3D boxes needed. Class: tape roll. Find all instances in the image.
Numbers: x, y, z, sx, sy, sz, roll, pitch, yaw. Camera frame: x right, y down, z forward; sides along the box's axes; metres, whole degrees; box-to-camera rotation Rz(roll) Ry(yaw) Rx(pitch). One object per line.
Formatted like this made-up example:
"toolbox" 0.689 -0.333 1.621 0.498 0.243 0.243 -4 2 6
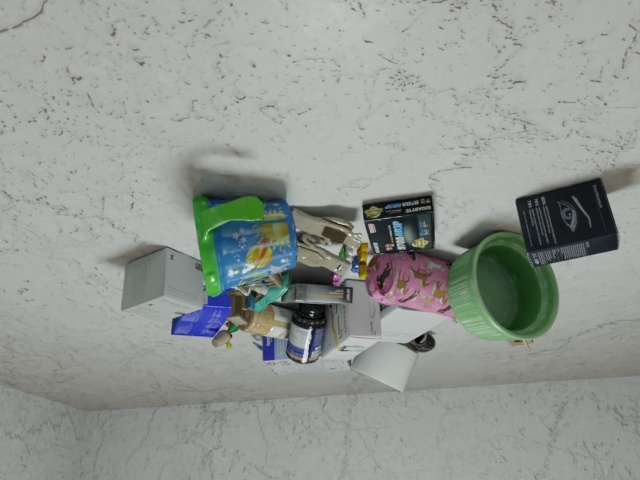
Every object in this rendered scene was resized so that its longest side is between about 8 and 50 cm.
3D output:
"tape roll" 0.268 0.507 2.329 0.246 0.169 0.246 25 169 5

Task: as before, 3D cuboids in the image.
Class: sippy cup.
"sippy cup" -0.174 -0.001 1.318 0.224 0.240 0.305 -9 -166 -10

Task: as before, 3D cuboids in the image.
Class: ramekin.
"ramekin" 0.505 0.139 1.568 0.303 0.304 0.148 9 159 -23

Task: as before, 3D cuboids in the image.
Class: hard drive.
"hard drive" 0.299 0.296 2.007 0.232 0.047 0.353 8 152 -19

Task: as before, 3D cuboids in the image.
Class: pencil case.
"pencil case" 0.313 0.135 1.667 0.386 0.167 0.160 17 120 -30

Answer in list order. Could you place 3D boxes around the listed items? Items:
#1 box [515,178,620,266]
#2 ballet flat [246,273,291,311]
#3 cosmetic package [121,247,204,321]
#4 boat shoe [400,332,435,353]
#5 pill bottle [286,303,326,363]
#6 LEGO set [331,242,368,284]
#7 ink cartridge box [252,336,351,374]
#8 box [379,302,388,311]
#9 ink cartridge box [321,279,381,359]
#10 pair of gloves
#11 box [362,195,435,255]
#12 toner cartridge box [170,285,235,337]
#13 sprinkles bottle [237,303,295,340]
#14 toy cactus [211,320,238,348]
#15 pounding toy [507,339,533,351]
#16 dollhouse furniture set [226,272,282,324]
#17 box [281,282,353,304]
"box" 0.602 -0.039 1.362 0.207 0.153 0.108 -14 152 23
"ballet flat" -0.183 0.166 1.801 0.087 0.083 0.247 24 144 -18
"cosmetic package" -0.457 0.133 1.619 0.183 0.152 0.151 -19 150 30
"boat shoe" 0.404 0.403 2.315 0.092 0.103 0.285 -19 144 40
"pill bottle" -0.046 0.310 1.944 0.122 0.123 0.219 6 109 -16
"LEGO set" 0.094 0.074 1.616 0.087 0.093 0.227 2 153 -10
"ink cartridge box" -0.082 0.458 2.323 0.395 0.151 0.270 -7 153 6
"box" 0.279 0.275 2.082 0.216 0.060 0.270 -15 151 25
"ink cartridge box" 0.096 0.278 1.910 0.117 0.202 0.278 7 152 -18
"pair of gloves" 0.000 0.000 1.479 0.204 0.042 0.240 17 148 -1
"box" 0.209 -0.034 1.452 0.175 0.051 0.220 -7 154 9
"toner cartridge box" -0.421 0.256 1.965 0.165 0.075 0.348 9 151 -20
"sprinkles bottle" -0.132 0.307 2.044 0.355 0.121 0.121 20 146 -37
"toy cactus" -0.330 0.344 2.064 0.219 0.112 0.180 -40 179 39
"pounding toy" 0.740 0.343 2.125 0.094 0.181 0.206 -16 151 27
"dollhouse furniture set" -0.193 0.154 1.651 0.129 0.184 0.129 -8 153 12
"box" -0.016 0.173 1.773 0.183 0.056 0.231 4 172 -15
